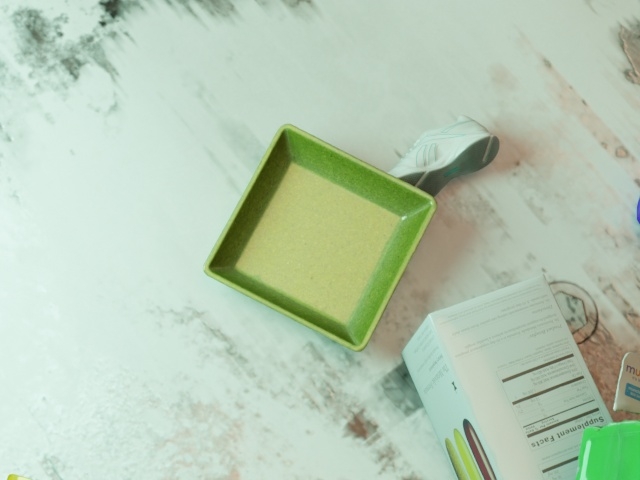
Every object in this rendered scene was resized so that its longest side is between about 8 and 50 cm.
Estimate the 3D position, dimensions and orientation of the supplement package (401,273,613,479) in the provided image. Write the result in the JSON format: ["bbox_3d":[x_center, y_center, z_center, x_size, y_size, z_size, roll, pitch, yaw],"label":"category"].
[{"bbox_3d":[0.199,0.182,1.599,0.134,0.139,0.244,-19,73,-16],"label":"supplement package"}]

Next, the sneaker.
[{"bbox_3d":[0.118,-0.085,1.743,0.152,0.053,0.061,-28,47,-9],"label":"sneaker"}]

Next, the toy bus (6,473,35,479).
[{"bbox_3d":[-0.287,0.321,1.496,0.191,0.104,0.202,-23,74,-15],"label":"toy bus"}]

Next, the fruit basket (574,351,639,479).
[{"bbox_3d":[0.378,0.309,1.474,0.353,0.165,0.327,25,68,-32],"label":"fruit basket"}]

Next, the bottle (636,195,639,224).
[{"bbox_3d":[0.417,-0.086,1.655,0.092,0.283,0.118,33,67,5],"label":"bottle"}]

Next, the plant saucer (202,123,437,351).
[{"bbox_3d":[0.000,0.000,1.683,0.188,0.045,0.188,27,75,3],"label":"plant saucer"}]
